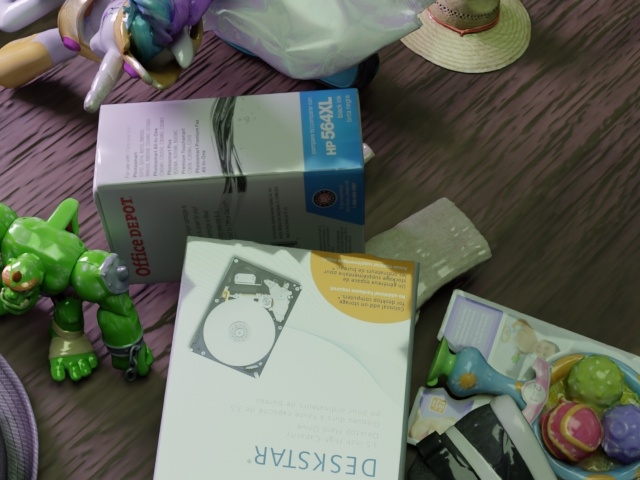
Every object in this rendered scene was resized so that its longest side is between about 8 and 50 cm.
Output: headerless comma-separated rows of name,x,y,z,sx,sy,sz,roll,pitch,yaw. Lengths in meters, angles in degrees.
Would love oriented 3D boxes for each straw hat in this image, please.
straw hat,0.141,-0.234,1.349,0.144,0.061,0.144,3,54,-4

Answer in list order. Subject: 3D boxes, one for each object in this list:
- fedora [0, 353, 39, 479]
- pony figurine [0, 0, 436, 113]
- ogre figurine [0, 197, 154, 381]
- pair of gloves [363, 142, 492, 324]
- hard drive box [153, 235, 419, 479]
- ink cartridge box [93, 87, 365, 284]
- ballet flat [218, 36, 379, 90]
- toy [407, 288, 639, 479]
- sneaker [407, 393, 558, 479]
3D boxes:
fedora,-0.332,0.134,1.001,0.243,0.124,0.275,-16,59,-17
pony figurine,-0.112,-0.234,1.137,0.351,0.303,0.363,-42,28,-16
ogre figurine,-0.221,0.030,1.083,0.197,0.118,0.097,39,50,20
pair of gloves,0.000,0.000,1.183,0.204,0.042,0.240,-38,62,-22
hard drive box,-0.026,0.127,1.033,0.181,0.089,0.232,6,69,-2
ink cartridge box,-0.068,-0.040,1.096,0.203,0.148,0.086,-3,58,0
ballet flat,-0.029,-0.198,1.307,0.203,0.074,0.074,29,57,21
toy,0.198,0.132,1.089,0.237,0.056,0.137,19,70,7
sneaker,0.139,0.235,1.026,0.121,0.079,0.217,-28,76,4
